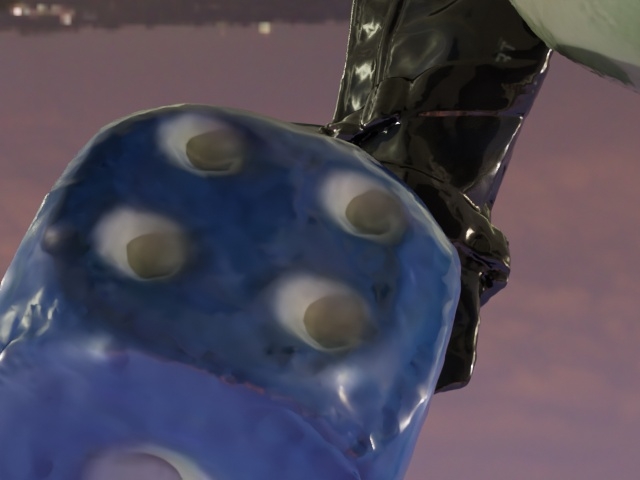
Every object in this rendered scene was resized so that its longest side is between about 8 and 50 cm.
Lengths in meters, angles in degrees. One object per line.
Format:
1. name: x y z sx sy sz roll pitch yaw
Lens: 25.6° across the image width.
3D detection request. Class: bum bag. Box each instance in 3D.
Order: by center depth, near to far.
1. bum bag: 0.053 -0.044 0.781 0.137 0.310 0.074 8 166 30

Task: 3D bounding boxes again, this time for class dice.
1. dice: -0.035 0.046 0.506 0.146 0.143 0.146 22 -143 2

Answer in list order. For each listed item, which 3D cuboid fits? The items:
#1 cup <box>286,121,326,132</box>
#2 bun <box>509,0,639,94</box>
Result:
1. cup: 0.000 0.000 0.991 0.131 0.155 0.176 7 -173 -4
2. bun: 0.197 -0.174 0.498 0.293 0.187 0.293 -7 -142 5
